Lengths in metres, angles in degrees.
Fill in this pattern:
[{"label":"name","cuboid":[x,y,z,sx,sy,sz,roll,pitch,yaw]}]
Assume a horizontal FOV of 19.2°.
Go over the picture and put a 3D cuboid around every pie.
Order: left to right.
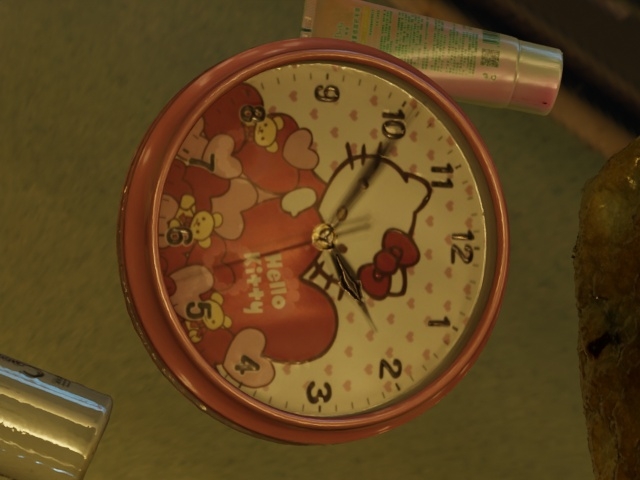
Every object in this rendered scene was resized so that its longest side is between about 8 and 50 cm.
[{"label":"pie","cuboid":[0.262,0.067,1.203,0.070,0.323,0.323,4,79,-34]}]

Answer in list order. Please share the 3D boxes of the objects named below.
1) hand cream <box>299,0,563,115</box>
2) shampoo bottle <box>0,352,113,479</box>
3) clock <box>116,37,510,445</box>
[{"label":"hand cream","cuboid":[0.072,-0.123,1.259,0.174,0.047,0.076,11,55,-6]},{"label":"shampoo bottle","cuboid":[-0.287,0.106,1.389,0.262,0.085,0.085,22,76,-5]},{"label":"clock","cuboid":[-0.001,0.000,1.122,0.244,0.056,0.244,1,86,-18]}]
